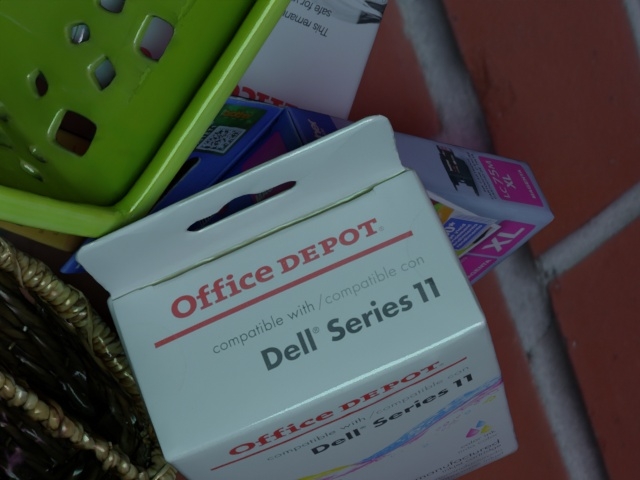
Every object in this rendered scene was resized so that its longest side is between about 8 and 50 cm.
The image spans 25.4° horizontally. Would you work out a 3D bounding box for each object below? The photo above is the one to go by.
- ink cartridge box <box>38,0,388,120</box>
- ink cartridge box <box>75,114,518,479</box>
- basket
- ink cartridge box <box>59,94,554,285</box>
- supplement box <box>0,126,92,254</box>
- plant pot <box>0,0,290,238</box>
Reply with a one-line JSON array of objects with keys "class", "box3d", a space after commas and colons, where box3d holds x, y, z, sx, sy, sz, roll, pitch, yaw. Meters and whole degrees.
[{"class": "ink cartridge box", "box3d": [-0.059, -0.212, 0.942, 0.211, 0.121, 0.289, 18, 92, -34]}, {"class": "ink cartridge box", "box3d": [0.002, 0.080, 0.910, 0.207, 0.119, 0.353, -24, 154, 2]}, {"class": "basket", "box3d": [-0.219, 0.108, 0.862, 0.299, 0.223, 0.213, 42, 79, -31]}, {"class": "ink cartridge box", "box3d": [0.000, 0.000, 0.968, 0.311, 0.065, 0.186, 11, 137, -46]}, {"class": "supplement box", "box3d": [-0.241, -0.064, 0.893, 0.233, 0.078, 0.080, 21, 90, -34]}, {"class": "plant pot", "box3d": [-0.166, -0.157, 0.739, 0.227, 0.207, 0.228, -55, 156, 8]}]
